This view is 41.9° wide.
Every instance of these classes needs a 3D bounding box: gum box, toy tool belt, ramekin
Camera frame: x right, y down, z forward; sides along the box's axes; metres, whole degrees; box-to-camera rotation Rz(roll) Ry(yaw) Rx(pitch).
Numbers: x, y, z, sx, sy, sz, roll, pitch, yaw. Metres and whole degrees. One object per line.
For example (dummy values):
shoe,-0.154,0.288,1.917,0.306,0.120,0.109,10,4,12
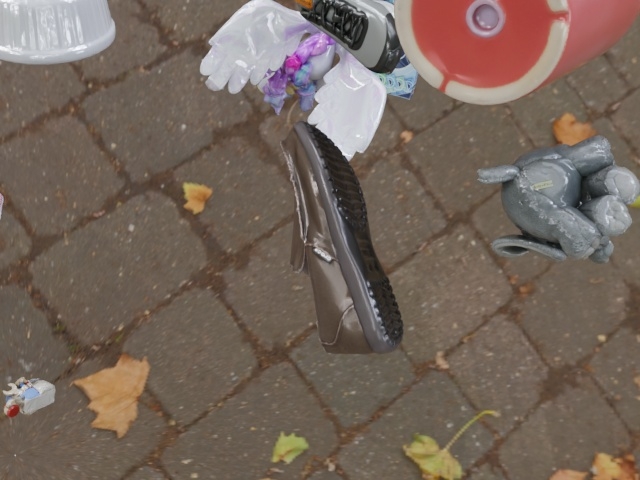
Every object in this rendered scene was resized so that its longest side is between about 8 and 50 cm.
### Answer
gum box,0.130,-0.396,1.695,0.157,0.184,0.041,16,26,11
toy tool belt,-0.423,0.221,1.189,0.051,0.052,0.083,26,25,28
ramekin,-0.541,-0.457,1.630,0.273,0.127,0.273,4,37,-3

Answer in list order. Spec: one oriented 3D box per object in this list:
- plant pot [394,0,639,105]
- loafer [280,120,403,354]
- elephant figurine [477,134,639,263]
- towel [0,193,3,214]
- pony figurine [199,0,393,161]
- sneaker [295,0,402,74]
plant pot,0.222,-0.289,0.962,0.275,0.275,0.243,47,43,-3
loafer,0.000,0.000,1.205,0.130,0.134,0.366,-23,72,21
elephant figurine,0.307,-0.030,1.116,0.169,0.239,0.186,-34,79,-9
towel,-0.403,0.002,0.768,0.197,0.029,0.144,9,58,-16
pony figurine,-0.009,-0.326,1.436,0.303,0.363,0.351,34,82,-11
sneaker,0.029,-0.330,1.227,0.108,0.100,0.271,-9,47,-35
